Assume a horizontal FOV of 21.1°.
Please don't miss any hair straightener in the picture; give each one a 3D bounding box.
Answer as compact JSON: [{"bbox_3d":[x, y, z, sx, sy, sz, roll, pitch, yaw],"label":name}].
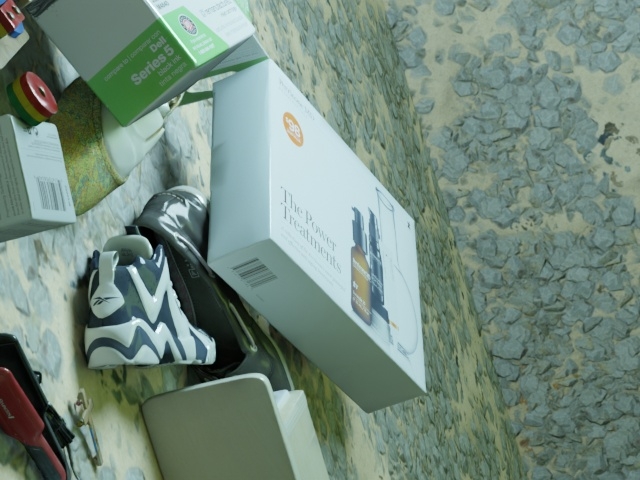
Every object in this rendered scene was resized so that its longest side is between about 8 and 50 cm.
[{"bbox_3d":[-0.258,0.160,1.609,0.089,0.047,0.230,-88,159,-43],"label":"hair straightener"}]

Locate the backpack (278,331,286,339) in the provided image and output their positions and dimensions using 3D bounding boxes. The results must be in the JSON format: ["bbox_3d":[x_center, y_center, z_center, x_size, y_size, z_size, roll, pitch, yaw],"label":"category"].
[{"bbox_3d":[0.032,0.043,2.465,0.225,0.191,0.253,35,50,-65],"label":"backpack"}]

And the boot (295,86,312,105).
[{"bbox_3d":[-0.068,-0.170,2.516,0.236,0.085,0.178,29,26,-42],"label":"boot"}]

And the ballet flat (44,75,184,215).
[{"bbox_3d":[-0.216,-0.140,1.887,0.348,0.123,0.123,-73,146,-61],"label":"ballet flat"}]

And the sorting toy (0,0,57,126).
[{"bbox_3d":[-0.317,-0.239,1.579,0.274,0.046,0.132,54,13,-14],"label":"sorting toy"}]

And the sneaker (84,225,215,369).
[{"bbox_3d":[-0.184,0.062,1.865,0.235,0.094,0.153,7,79,-63],"label":"sneaker"}]

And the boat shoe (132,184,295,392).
[{"bbox_3d":[-0.133,0.101,2.022,0.095,0.112,0.335,-41,112,-53],"label":"boat shoe"}]

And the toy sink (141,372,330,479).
[{"bbox_3d":[-0.086,0.252,1.951,0.131,0.153,0.234,-53,127,-71],"label":"toy sink"}]

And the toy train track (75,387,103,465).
[{"bbox_3d":[-0.235,0.189,1.733,0.048,0.014,0.083,-81,160,-70],"label":"toy train track"}]

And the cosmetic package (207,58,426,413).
[{"bbox_3d":[0.000,0.000,2.134,0.377,0.097,0.284,46,30,-43],"label":"cosmetic package"}]

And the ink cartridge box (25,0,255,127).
[{"bbox_3d":[-0.218,-0.274,1.785,0.273,0.115,0.198,51,23,-4],"label":"ink cartridge box"}]

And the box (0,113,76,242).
[{"bbox_3d":[-0.292,-0.055,1.591,0.101,0.087,0.102,5,71,-74],"label":"box"}]

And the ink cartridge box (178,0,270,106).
[{"bbox_3d":[-0.162,-0.250,2.062,0.235,0.171,0.056,49,31,-60],"label":"ink cartridge box"}]
